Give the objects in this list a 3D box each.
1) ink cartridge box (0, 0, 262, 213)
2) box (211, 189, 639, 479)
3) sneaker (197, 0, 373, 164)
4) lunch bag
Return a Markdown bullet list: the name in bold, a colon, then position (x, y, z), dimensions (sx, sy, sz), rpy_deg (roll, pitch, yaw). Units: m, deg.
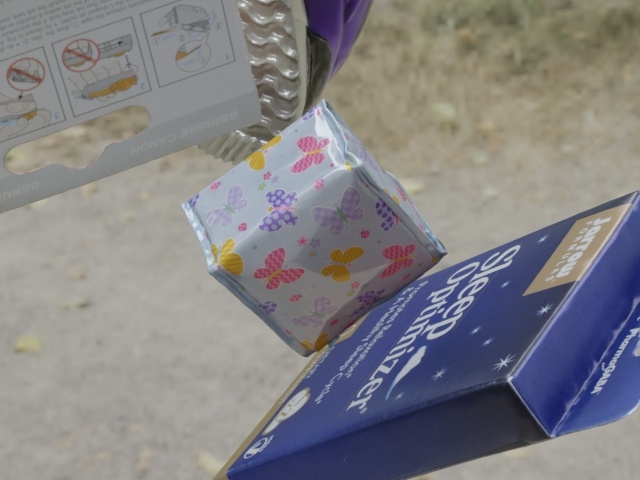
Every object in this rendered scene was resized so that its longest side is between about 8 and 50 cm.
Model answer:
- **ink cartridge box**: position (-0.137, -0.127, 0.810), dimensions (0.189, 0.232, 0.066), rpy_deg (-20, 48, -9)
- **box**: position (0.063, 0.048, 0.766), dimensions (0.225, 0.036, 0.136), rpy_deg (-23, 18, 44)
- **sneaker**: position (-0.008, -0.196, 0.966), dimensions (0.102, 0.293, 0.146), rpy_deg (25, 34, 15)
- **lunch bag**: position (0.000, 0.000, 0.671), dimensions (0.071, 0.083, 0.053), rpy_deg (-37, 42, 9)
